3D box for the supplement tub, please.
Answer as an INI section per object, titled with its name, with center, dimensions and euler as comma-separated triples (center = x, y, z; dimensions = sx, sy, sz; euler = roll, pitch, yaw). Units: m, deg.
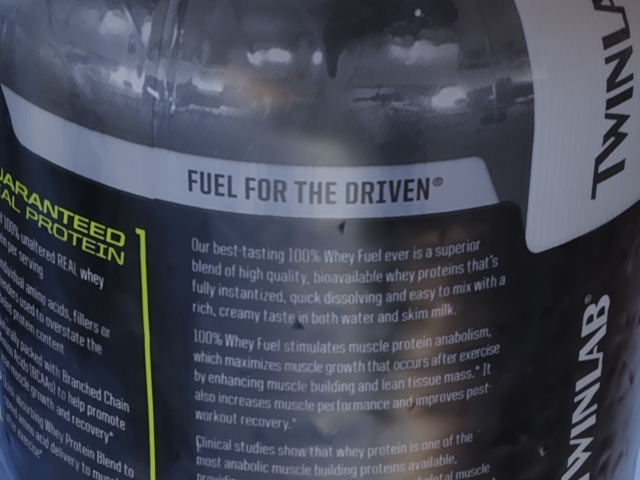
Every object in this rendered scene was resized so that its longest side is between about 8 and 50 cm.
[supplement tub]
center = 0.000, 0.000, 0.586
dimensions = 0.207, 0.207, 0.338
euler = -77, -9, -58
